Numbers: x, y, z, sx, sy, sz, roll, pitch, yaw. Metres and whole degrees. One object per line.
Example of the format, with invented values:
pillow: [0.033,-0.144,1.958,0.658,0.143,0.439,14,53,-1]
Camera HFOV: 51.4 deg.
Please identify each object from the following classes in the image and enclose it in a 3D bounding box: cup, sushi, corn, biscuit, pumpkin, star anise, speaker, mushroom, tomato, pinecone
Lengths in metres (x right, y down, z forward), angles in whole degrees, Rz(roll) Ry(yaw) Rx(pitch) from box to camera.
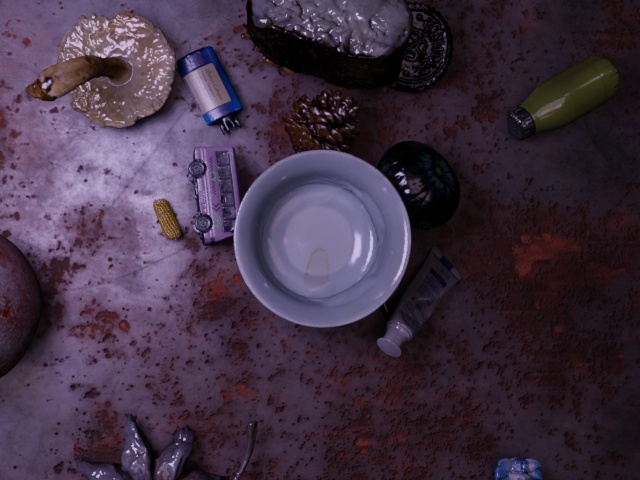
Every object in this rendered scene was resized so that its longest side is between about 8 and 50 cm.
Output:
cup: [0.000,0.000,1.364,0.347,0.163,0.347,0,87,-4]
sushi: [0.019,-0.448,1.354,0.348,0.207,0.234,23,74,2]
corn: [-0.320,-0.045,1.383,0.037,0.037,0.092,-23,94,-9]
biscuit: [0.200,-0.420,1.453,0.194,0.053,0.195,0,102,-2]
pumpkin: [0.205,-0.115,1.404,0.140,0.202,0.202,-35,96,35]
star anise: [-0.324,0.480,1.319,0.315,0.139,0.360,25,85,-14]
speaker: [0.151,0.128,1.455,0.046,0.040,0.191,-22,92,-10]
mushroom: [-0.392,-0.307,1.265,0.233,0.302,0.208,-28,126,4]
tomato: [-0.674,0.122,1.208,0.316,0.282,0.317,0,96,1]
pinecone: [0.009,-0.239,1.382,0.173,0.173,0.174,0,88,-9]

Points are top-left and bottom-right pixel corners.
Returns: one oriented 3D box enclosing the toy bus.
toy bus: [-0.215,-0.092,1.374,0.108,0.096,0.199,-7,87,-14]

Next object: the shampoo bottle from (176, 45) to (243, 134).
shampoo bottle: [-0.225,-0.310,1.399,0.087,0.050,0.183,-27,93,-12]

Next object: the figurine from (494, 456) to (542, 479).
figurine: [0.435,0.535,1.471,0.114,0.079,0.114,1,87,-16]

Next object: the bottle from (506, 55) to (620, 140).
bottle: [0.538,-0.313,1.494,0.260,0.112,0.112,-30,93,-9]

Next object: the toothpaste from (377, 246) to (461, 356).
toothpaste: [0.213,0.134,1.433,0.096,0.061,0.266,47,59,-11]
